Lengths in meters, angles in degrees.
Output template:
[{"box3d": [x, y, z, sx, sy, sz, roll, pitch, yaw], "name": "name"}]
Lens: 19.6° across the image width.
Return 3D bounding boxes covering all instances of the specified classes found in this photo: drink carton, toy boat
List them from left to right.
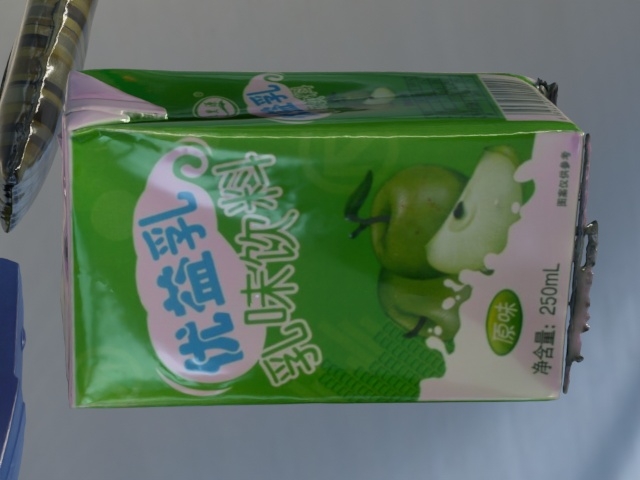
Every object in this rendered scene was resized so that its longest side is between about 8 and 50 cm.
[{"box3d": [-0.289, 0.151, 1.537, 0.295, 0.088, 0.129, -98, -170, -46], "name": "toy boat"}, {"box3d": [0.000, 0.000, 0.967, 0.108, 0.271, 0.161, -105, -163, -68], "name": "drink carton"}]

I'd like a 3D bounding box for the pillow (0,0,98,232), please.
[{"box3d": [-0.190, -0.120, 1.278, 0.208, 0.052, 0.212, 142, -38, -75], "name": "pillow"}]
